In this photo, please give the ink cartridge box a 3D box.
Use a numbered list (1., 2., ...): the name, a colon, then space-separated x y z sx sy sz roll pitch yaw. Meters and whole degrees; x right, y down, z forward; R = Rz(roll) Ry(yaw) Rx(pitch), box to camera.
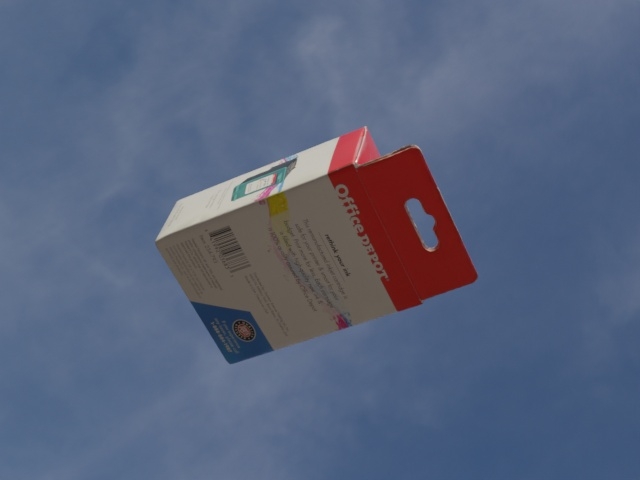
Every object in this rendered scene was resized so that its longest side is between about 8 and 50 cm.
1. ink cartridge box: 0.000 0.000 0.797 0.231 0.078 0.134 -19 -66 19
